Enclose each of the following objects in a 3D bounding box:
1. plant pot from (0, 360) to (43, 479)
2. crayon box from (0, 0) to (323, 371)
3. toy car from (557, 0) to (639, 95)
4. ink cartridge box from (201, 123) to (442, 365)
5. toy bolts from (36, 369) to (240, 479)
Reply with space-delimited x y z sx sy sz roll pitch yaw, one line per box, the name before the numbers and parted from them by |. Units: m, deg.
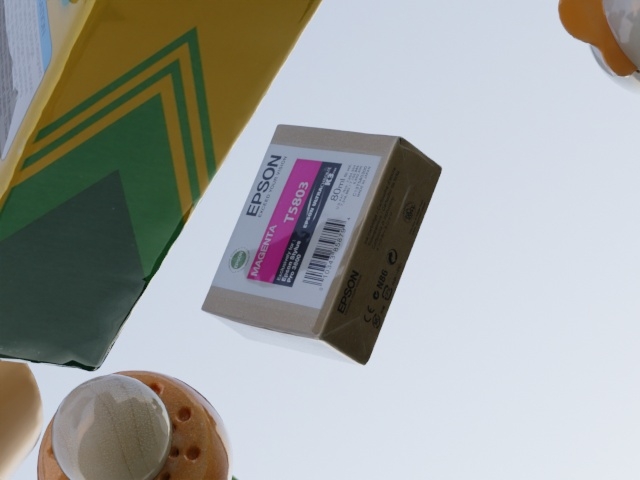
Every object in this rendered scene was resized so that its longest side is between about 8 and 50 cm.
plant pot | -0.301 0.144 1.195 0.188 0.205 0.205 -37 -35 -50
crayon box | -0.078 -0.120 0.668 0.083 0.203 0.323 9 -40 -24
toy car | 0.269 -0.181 1.257 0.238 0.210 0.219 2 -21 -34
ink cartridge box | 0.000 0.000 1.820 0.088 0.193 0.234 33 -107 -43
toy bolts | -0.066 0.190 0.844 0.218 0.228 0.158 -61 -19 -18
